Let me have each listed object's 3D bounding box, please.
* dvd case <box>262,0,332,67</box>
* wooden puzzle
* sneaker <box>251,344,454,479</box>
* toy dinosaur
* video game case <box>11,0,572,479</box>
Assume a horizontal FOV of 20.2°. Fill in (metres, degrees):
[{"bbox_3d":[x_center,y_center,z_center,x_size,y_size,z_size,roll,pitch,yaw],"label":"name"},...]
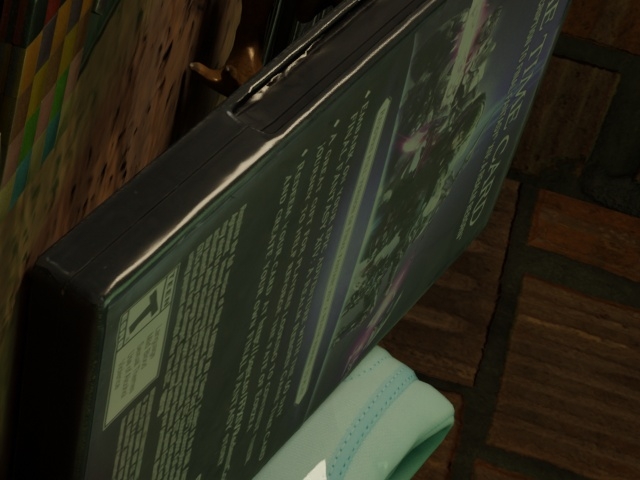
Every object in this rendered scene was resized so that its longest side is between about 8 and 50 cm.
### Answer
[{"bbox_3d":[-0.007,-0.120,0.880,0.164,0.018,0.221,-69,176,-55],"label":"dvd case"},{"bbox_3d":[-0.054,-0.034,0.343,0.083,0.006,0.049,-71,177,-61],"label":"wooden puzzle"},{"bbox_3d":[-0.037,0.181,0.624,0.135,0.150,0.366,102,5,-63],"label":"sneaker"},{"bbox_3d":[0.001,-0.093,0.625,0.211,0.064,0.112,102,4,-77],"label":"toy dinosaur"},{"bbox_3d":[0.000,0.000,0.566,0.274,0.026,0.196,-45,160,-39],"label":"video game case"}]
